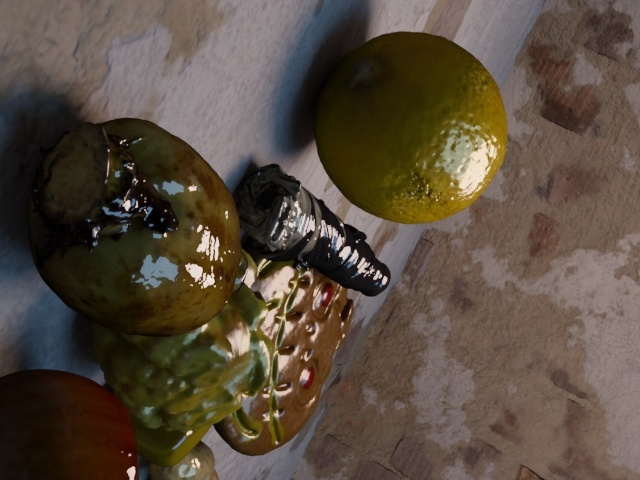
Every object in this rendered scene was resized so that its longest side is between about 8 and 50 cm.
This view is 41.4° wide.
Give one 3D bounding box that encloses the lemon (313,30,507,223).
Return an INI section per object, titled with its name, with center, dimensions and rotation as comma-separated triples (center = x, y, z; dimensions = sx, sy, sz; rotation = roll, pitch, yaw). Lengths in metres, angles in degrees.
[lemon]
center = 0.126, -0.157, 1.194
dimensions = 0.293, 0.293, 0.293
rotation = -56, 165, -22

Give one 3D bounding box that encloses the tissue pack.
[tissue pack]
center = -0.184, 0.194, 1.081
dimensions = 0.178, 0.123, 0.127
rotation = -56, 172, -21

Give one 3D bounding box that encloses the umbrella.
[umbrella]
center = -0.004, 0.005, 1.218
dimensions = 0.358, 0.106, 0.113
rotation = 35, 70, -54

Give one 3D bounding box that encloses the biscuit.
[biscuit]
center = -0.038, 0.139, 1.338
dimensions = 0.350, 0.070, 0.394
rotation = -9, 111, -56

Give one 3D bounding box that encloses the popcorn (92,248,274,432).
[popcorn]
center = -0.155, 0.099, 0.942
dimensions = 0.226, 0.203, 0.200
rotation = 25, 125, -36

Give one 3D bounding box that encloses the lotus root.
[lotus root]
center = -0.149, -0.001, 0.729
dimensions = 0.314, 0.141, 0.169
rotation = 48, 47, -64

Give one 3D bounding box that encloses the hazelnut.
[hazelnut]
center = -0.257, 0.223, 0.752
dimensions = 0.210, 0.186, 0.210
rotation = -49, 179, -1

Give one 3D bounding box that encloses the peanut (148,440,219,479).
[peanut]
center = -0.220, 0.383, 1.380
dimensions = 0.263, 0.101, 0.117
rotation = 98, 5, -55
